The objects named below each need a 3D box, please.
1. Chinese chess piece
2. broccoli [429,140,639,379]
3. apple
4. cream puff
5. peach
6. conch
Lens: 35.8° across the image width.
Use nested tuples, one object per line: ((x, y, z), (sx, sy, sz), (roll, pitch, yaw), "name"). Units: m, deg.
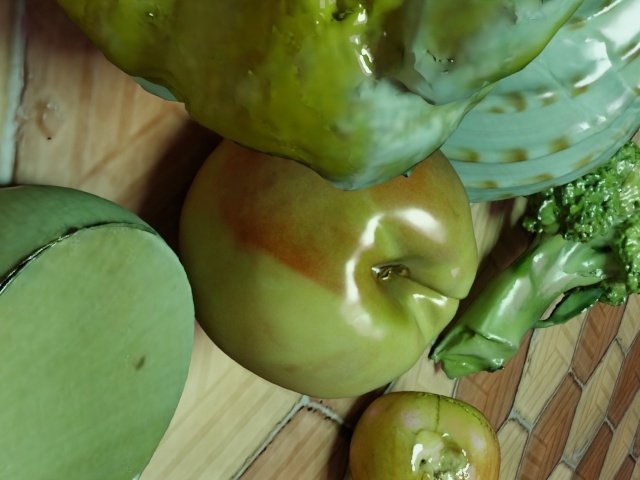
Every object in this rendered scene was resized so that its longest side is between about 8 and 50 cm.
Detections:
((-0.147, 0.065, 0.504), (0.188, 0.083, 0.188), (-33, 133, -46), "Chinese chess piece")
((0.281, 0.009, 1.048), (0.302, 0.186, 0.254), (-45, 153, -44), "broccoli")
((0.096, 0.210, 0.925), (0.146, 0.147, 0.146), (-37, 138, -42), "apple")
((0.019, -0.212, 0.383), (0.378, 0.275, 0.378), (-48, -176, 4), "cream puff")
((0.000, 0.000, 0.605), (0.184, 0.184, 0.184), (-37, 138, -42), "peach")
((0.157, -0.149, 0.728), (0.303, 0.215, 0.319), (-54, 148, -3), "conch")
